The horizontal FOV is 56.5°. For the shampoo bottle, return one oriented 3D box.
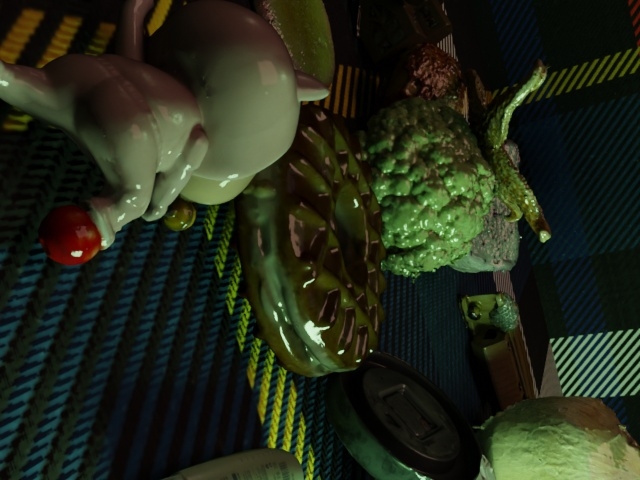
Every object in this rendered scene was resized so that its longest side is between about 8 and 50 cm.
[{"bbox_3d":[-0.084,0.231,0.539,0.212,0.049,0.072,24,62,-60],"label":"shampoo bottle"}]

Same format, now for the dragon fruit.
[{"bbox_3d":[0.279,-0.072,1.250,0.221,0.204,0.283,-5,93,-34],"label":"dragon fruit"}]

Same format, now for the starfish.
[{"bbox_3d":[0.299,-0.162,0.985,0.327,0.094,0.375,79,-2,-69],"label":"starfish"}]

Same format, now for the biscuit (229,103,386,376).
[{"bbox_3d":[0.000,0.000,0.716,0.332,0.103,0.332,-9,90,-69],"label":"biscuit"}]

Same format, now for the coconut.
[{"bbox_3d":[0.509,0.496,1.251,0.346,0.360,0.347,31,54,-54],"label":"coconut"}]

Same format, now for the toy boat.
[{"bbox_3d":[0.466,0.327,1.501,0.162,0.135,0.446,-45,120,-54],"label":"toy boat"}]

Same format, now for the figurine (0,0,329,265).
[{"bbox_3d":[-0.137,-0.101,0.508,0.287,0.176,0.186,-38,155,-45],"label":"figurine"}]

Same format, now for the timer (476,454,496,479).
[{"bbox_3d":[0.267,0.518,1.066,0.237,0.087,0.262,7,72,-62],"label":"timer"}]

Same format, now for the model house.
[{"bbox_3d":[0.147,-0.491,1.225,0.180,0.176,0.248,-7,69,-63],"label":"model house"}]

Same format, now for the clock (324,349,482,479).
[{"bbox_3d":[0.107,0.235,0.778,0.226,0.049,0.226,29,22,-13],"label":"clock"}]

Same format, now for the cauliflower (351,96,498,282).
[{"bbox_3d":[0.144,-0.073,0.968,0.272,0.275,0.250,59,-13,12],"label":"cauliflower"}]

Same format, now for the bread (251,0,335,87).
[{"bbox_3d":[-0.033,-0.332,0.907,0.228,0.033,0.229,38,46,-53],"label":"bread"}]

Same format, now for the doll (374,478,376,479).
[{"bbox_3d":[0.157,0.448,0.767,0.366,0.187,0.376,65,28,-25],"label":"doll"}]

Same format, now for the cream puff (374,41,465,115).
[{"bbox_3d":[0.194,-0.260,1.145,0.240,0.163,0.240,-30,126,-53],"label":"cream puff"}]
